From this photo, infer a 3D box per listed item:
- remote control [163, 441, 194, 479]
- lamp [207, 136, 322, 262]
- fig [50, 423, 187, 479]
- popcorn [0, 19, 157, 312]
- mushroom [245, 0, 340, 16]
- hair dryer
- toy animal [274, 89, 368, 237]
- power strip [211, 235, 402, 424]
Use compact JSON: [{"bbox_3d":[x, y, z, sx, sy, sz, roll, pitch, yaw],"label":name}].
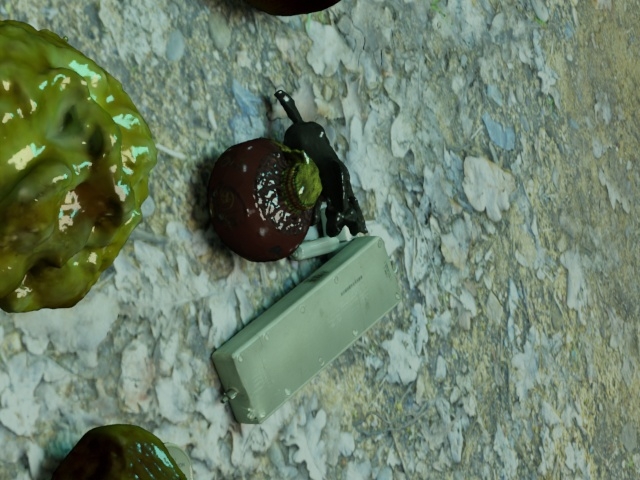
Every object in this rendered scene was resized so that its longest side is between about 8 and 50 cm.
[{"bbox_3d":[-0.173,0.340,1.713,0.078,0.042,0.221,-5,87,-51],"label":"remote control"},{"bbox_3d":[-0.064,-0.052,1.877,0.156,0.135,0.157,-9,93,-57],"label":"lamp"},{"bbox_3d":[-0.202,0.276,1.590,0.166,0.154,0.144,42,85,-1],"label":"fig"},{"bbox_3d":[-0.286,-0.063,1.427,0.282,0.282,0.247,3,50,-57],"label":"popcorn"},{"bbox_3d":[-0.054,-0.428,1.957,0.297,0.163,0.278,6,87,-56],"label":"mushroom"},{"bbox_3d":[0.000,0.000,2.056,0.137,0.047,0.082,-16,98,-50],"label":"hair dryer"},{"bbox_3d":[0.004,-0.090,1.981,0.148,0.085,0.232,96,-25,-58],"label":"toy animal"},{"bbox_3d":[-0.015,0.114,1.963,0.367,0.043,0.106,-37,115,-44],"label":"power strip"}]
